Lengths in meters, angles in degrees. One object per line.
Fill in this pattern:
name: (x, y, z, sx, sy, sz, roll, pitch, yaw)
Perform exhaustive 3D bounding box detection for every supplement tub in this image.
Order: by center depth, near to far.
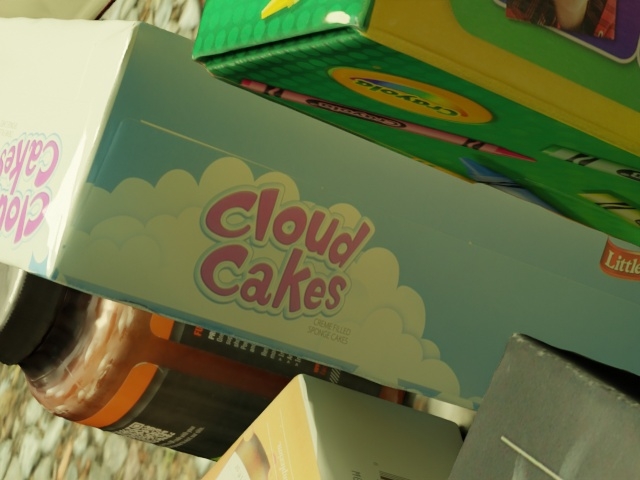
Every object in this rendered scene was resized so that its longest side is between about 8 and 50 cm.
supplement tub: (-0.063, 0.043, 0.796, 0.106, 0.198, 0.106, -34, 46, 44)

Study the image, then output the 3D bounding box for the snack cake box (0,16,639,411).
snack cake box: (0.000, 0.000, 0.654, 0.152, 0.264, 0.089, 17, 88, 60)

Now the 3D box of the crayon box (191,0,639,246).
crayon box: (0.115, -0.084, 0.506, 0.081, 0.278, 0.165, -3, 70, 57)

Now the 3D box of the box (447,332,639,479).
box: (0.134, 0.234, 0.390, 0.343, 0.179, 0.312, 31, 101, 59)

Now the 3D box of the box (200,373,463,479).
box: (-0.010, 0.165, 0.747, 0.170, 0.091, 0.130, -49, 36, 31)

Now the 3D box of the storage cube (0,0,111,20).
storage cube: (-0.211, -0.288, 1.239, 0.215, 0.184, 0.193, -38, 44, 42)
